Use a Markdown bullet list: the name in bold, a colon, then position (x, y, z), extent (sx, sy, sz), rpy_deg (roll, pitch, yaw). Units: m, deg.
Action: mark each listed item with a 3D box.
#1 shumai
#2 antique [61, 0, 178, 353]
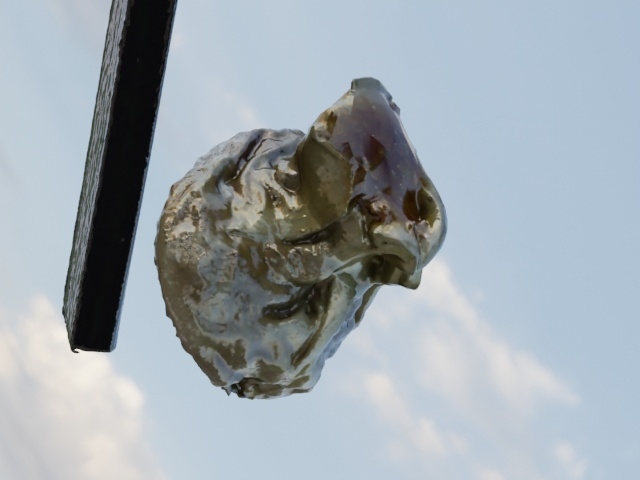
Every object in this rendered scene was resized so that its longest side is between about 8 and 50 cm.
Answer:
- **shumai**: position (0.000, 0.000, 1.076), extent (0.209, 0.153, 0.161), rpy_deg (-5, 75, -64)
- **antique**: position (-0.044, -0.061, 0.467), extent (0.031, 0.015, 0.192), rpy_deg (-116, -145, -64)
